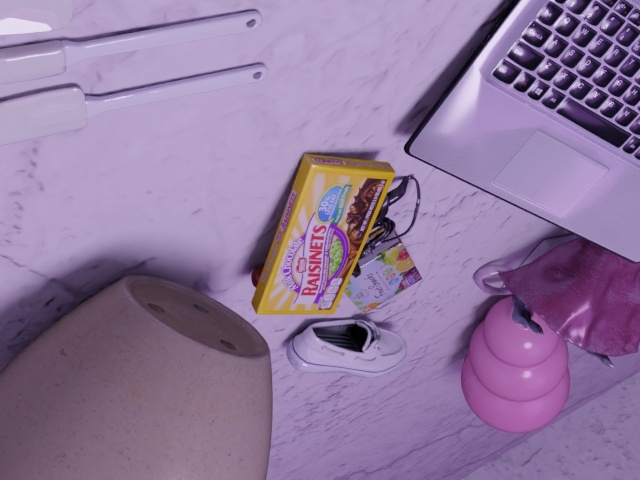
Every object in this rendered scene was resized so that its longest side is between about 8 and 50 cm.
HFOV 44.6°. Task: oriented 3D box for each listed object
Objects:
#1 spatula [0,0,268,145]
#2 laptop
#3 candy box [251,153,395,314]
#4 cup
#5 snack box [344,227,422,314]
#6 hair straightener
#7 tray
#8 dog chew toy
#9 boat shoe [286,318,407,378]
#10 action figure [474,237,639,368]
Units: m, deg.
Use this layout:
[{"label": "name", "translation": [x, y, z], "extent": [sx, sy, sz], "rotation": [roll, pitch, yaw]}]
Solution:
[{"label": "spatula", "translation": [-0.141, -0.146, 0.575], "extent": [0.241, 0.019, 0.168], "rotation": [-17, 148, -22]}, {"label": "laptop", "translation": [0.366, -0.108, 0.729], "extent": [0.381, 0.236, 0.408], "rotation": [22, 122, -26]}, {"label": "candy box", "translation": [0.000, 0.000, 0.868], "extent": [0.105, 0.027, 0.206], "rotation": [4, 126, -26]}, {"label": "cup", "translation": [-0.180, 0.176, 0.807], "extent": [0.331, 0.331, 0.237], "rotation": [18, 103, -53]}, {"label": "snack box", "translation": [0.075, 0.042, 1.052], "extent": [0.100, 0.037, 0.141], "rotation": [-30, 152, 5]}, {"label": "hair straightener", "translation": [0.029, 0.004, 0.945], "extent": [0.230, 0.047, 0.089], "rotation": [-38, 139, 5]}, {"label": "tray", "translation": [0.457, 0.035, 1.396], "extent": [0.270, 0.030, 0.145], "rotation": [-9, 145, -32]}, {"label": "dog chew toy", "translation": [0.364, 0.219, 1.445], "extent": [0.206, 0.207, 0.332], "rotation": [-25, 143, -8]}, {"label": "boat shoe", "translation": [0.058, 0.159, 1.177], "extent": [0.226, 0.083, 0.076], "rotation": [-1, 142, -40]}, {"label": "action figure", "translation": [0.464, -0.003, 1.203], "extent": [0.248, 0.275, 0.370], "rotation": [15, 106, -40]}]
